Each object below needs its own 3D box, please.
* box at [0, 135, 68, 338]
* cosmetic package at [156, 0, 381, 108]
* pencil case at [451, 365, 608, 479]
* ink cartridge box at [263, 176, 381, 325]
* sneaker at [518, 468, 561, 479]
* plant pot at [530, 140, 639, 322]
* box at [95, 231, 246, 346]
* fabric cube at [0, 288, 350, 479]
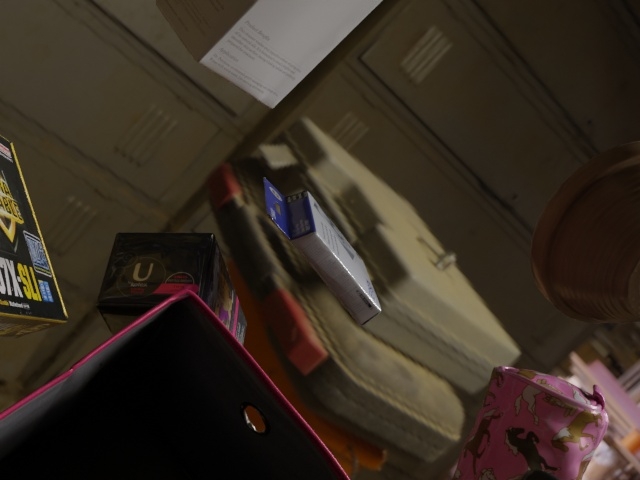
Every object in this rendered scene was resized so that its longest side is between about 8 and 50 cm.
[{"bbox_3d":[-0.398,-0.020,1.075,0.322,0.079,0.257,95,-23,-83],"label":"box"},{"bbox_3d":[-0.029,-0.406,1.409,0.156,0.385,0.217,54,14,28],"label":"cosmetic package"},{"bbox_3d":[0.261,0.363,1.284,0.167,0.386,0.160,18,1,-23],"label":"pencil case"},{"bbox_3d":[0.000,0.000,1.452,0.224,0.045,0.223,50,8,-18],"label":"ink cartridge box"},{"bbox_3d":[0.187,0.342,0.848,0.090,0.145,0.270,22,-38,47],"label":"sneaker"},{"bbox_3d":[0.372,0.014,1.083,0.237,0.237,0.110,38,13,-34],"label":"plant pot"},{"bbox_3d":[-0.228,0.122,1.505,0.270,0.165,0.143,77,16,-51],"label":"box"},{"bbox_3d":[-0.164,0.245,0.804,0.259,0.258,0.254,-36,84,-36],"label":"fabric cube"}]
